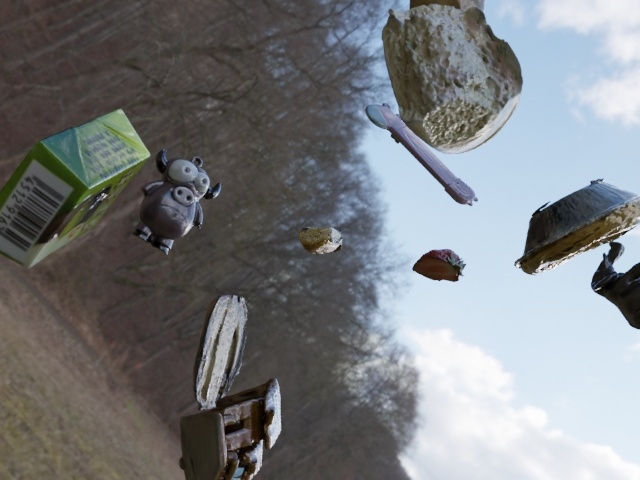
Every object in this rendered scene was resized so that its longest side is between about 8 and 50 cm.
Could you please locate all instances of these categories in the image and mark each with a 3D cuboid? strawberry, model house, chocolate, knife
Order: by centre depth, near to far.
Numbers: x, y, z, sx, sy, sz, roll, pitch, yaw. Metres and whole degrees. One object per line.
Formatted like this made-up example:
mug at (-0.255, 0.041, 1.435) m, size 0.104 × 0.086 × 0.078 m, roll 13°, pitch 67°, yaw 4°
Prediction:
chocolate at (-0.527, -0.108, 1.400) m, size 0.137 × 0.288 × 0.301 m, roll 45°, pitch -63°, yaw -6°
model house at (-0.173, 0.426, 1.448) m, size 0.220 × 0.229 × 0.199 m, roll -7°, pitch -85°, yaw 52°
knife at (0.276, -0.235, 1.838) m, size 0.398 × 0.132 × 0.038 m, roll 46°, pitch -47°, yaw 9°
strawberry at (0.392, 0.081, 2.211) m, size 0.187 × 0.082 × 0.146 m, roll -7°, pitch -52°, yaw 37°

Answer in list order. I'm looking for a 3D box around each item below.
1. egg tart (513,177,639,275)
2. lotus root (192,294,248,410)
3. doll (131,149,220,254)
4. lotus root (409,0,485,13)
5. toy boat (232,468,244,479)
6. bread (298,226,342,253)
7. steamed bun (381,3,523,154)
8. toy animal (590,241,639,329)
egg tart at (0.402, -0.026, 1.041) m, size 0.094 × 0.234 × 0.234 m, roll 63°, pitch -17°, yaw 12°
lotus root at (-0.296, 0.310, 1.878) m, size 0.078 × 0.329 × 0.167 m, roll 7°, pitch -11°, yaw 40°
doll at (-0.362, -0.100, 1.645) m, size 0.182 × 0.257 × 0.117 m, roll 34°, pitch -11°, yaw -22°
lotus root at (0.303, -0.545, 1.596) m, size 0.183 × 0.309 × 0.182 m, roll 3°, pitch -23°, yaw 1°
toy boat at (-0.193, 0.532, 1.678) m, size 0.034 × 0.105 × 0.149 m, roll -57°, pitch -136°, yaw 48°
bread at (0.000, 0.000, 1.273) m, size 0.072 × 0.053 × 0.106 m, roll -1°, pitch -8°, yaw 13°
steamed bun at (0.195, -0.261, 0.991) m, size 0.200 × 0.170 × 0.225 m, roll 19°, pitch 47°, yaw -49°
toy animal at (0.663, 0.092, 1.405) m, size 0.115 × 0.146 × 0.245 m, roll 32°, pitch 19°, yaw -23°
